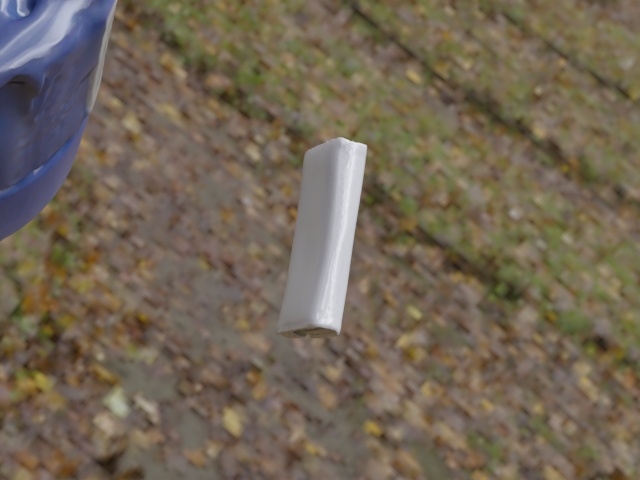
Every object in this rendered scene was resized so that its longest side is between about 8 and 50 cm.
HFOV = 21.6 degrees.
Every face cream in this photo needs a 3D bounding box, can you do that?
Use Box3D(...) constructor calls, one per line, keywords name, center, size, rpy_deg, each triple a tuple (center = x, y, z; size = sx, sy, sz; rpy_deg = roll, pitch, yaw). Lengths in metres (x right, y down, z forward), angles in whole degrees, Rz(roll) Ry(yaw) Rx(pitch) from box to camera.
Box3D(name="face cream", center=(-0.258, -0.141, 1.053), size=(0.249, 0.225, 0.249), rpy_deg=(7, 61, -12))

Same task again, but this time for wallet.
Box3D(name="wallet", center=(0.000, 0.000, 1.043), size=(0.025, 0.061, 0.122), rpy_deg=(16, 75, -30))
